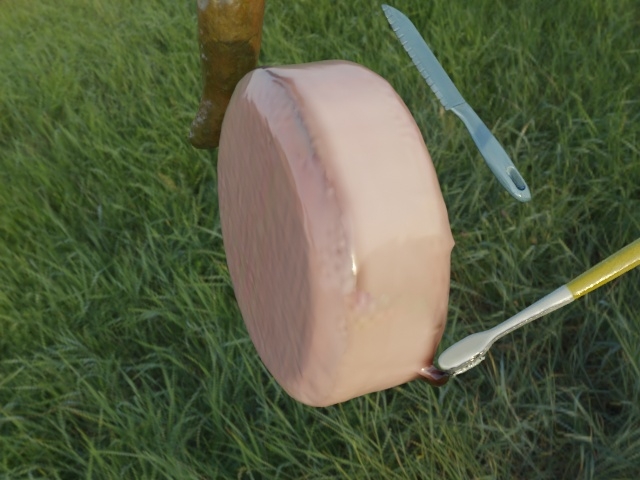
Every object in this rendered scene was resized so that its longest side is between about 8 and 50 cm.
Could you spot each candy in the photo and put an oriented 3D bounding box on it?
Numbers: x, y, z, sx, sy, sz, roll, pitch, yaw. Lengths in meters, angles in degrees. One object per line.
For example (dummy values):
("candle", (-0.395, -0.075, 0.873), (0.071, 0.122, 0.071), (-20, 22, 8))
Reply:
("candy", (0.000, 0.000, 0.458), (0.094, 0.256, 0.255), (-11, 35, -22))

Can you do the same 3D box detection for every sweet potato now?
("sweet potato", (-0.107, -0.196, 0.708), (0.075, 0.273, 0.075), (7, 54, -10))

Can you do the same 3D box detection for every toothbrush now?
("toothbrush", (0.223, 0.033, 0.519), (0.288, 0.024, 0.021), (-31, 55, 2))

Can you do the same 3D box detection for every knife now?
("knife", (0.166, -0.175, 0.794), (0.044, 0.019, 0.313), (-25, 78, -33))
